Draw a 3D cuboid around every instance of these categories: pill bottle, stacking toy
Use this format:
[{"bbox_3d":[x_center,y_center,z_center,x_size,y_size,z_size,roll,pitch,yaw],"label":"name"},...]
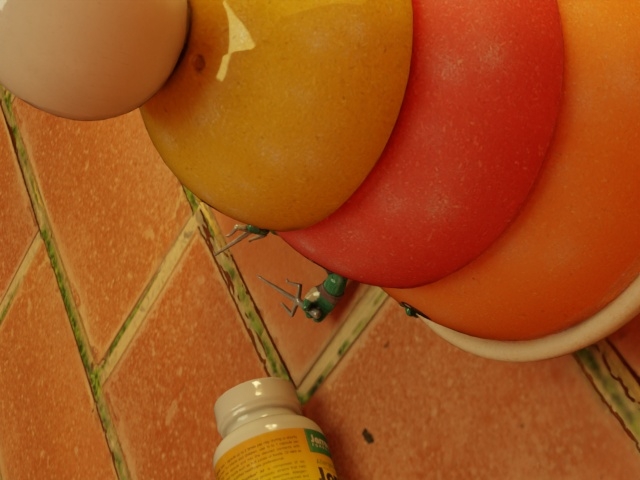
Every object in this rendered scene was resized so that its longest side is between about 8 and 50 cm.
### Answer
[{"bbox_3d":[-0.039,0.245,1.110,0.117,0.118,0.208,-48,47,35],"label":"pill bottle"},{"bbox_3d":[-0.001,-0.111,0.740,0.351,0.480,0.350,-17,68,51],"label":"stacking toy"}]

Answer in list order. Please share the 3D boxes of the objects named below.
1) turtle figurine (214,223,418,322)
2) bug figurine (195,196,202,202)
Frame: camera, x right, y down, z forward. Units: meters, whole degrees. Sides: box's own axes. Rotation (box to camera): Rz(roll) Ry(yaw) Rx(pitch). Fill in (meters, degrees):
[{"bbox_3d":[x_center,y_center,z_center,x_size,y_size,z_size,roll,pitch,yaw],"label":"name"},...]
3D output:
[{"bbox_3d":[0.000,0.000,1.101,0.234,0.175,0.118,10,64,44],"label":"turtle figurine"},{"bbox_3d":[-0.016,-0.139,1.044,0.072,0.216,0.279,-95,14,-50],"label":"bug figurine"}]
